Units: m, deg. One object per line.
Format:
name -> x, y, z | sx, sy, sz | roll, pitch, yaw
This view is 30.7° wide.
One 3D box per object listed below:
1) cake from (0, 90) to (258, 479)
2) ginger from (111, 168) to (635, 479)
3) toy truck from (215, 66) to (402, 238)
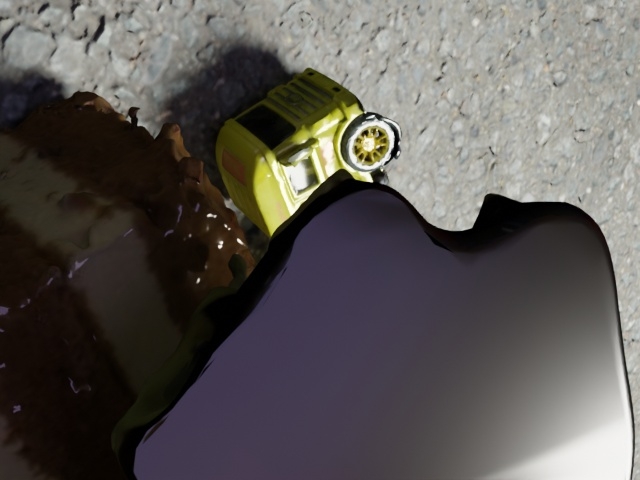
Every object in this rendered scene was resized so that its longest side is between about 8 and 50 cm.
cake -> -0.188, 0.083, 0.828 | 0.290, 0.256, 0.282 | -35, 123, -18
ginger -> -0.001, 0.154, 0.733 | 0.358, 0.211, 0.413 | 14, 89, -27
toy truck -> 0.000, 0.000, 1.022 | 0.157, 0.124, 0.272 | -29, 123, -15
